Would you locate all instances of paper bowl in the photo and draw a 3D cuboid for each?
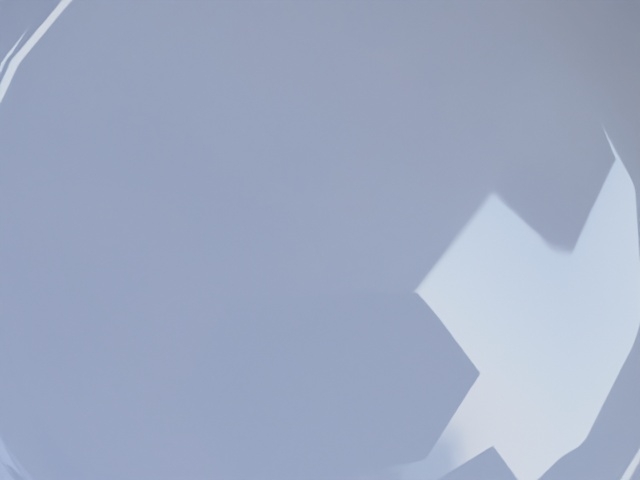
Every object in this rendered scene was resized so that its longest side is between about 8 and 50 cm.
[{"bbox_3d":[0.000,0.000,0.436,0.284,0.284,0.148,39,-10,-1],"label":"paper bowl"}]
